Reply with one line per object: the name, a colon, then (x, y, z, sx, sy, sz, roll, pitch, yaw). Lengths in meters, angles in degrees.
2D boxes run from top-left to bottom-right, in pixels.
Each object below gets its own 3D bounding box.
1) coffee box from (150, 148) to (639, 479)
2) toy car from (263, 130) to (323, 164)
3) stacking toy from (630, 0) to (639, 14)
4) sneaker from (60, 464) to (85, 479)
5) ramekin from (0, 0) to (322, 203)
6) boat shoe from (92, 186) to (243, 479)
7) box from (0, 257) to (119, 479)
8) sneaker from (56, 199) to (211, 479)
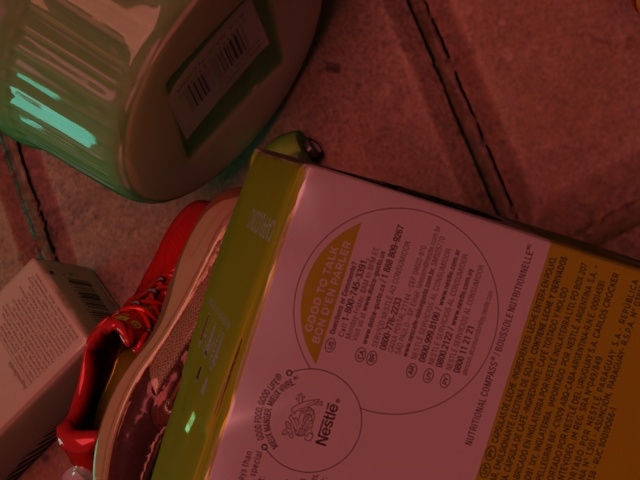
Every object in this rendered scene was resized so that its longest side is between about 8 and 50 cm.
coffee box: (0.071, 0.140, 1.396, 0.334, 0.337, 0.338, 17, 92, -8)
toy car: (0.000, 0.000, 1.689, 0.239, 0.053, 0.225, -37, 67, 20)
stacking toy: (0.264, -0.331, 1.471, 0.130, 0.279, 0.309, 39, 103, 39)
sneaker: (-0.171, 0.224, 1.753, 0.152, 0.053, 0.061, -9, 81, 27)
ramekin: (-0.134, -0.178, 1.656, 0.148, 0.303, 0.303, 35, 100, 21)
boat shoe: (-0.085, 0.130, 1.626, 0.123, 0.123, 0.342, 27, 95, 41)
box: (-0.303, 0.148, 1.814, 0.275, 0.094, 0.113, -43, 65, 18)
sneaker: (-0.145, 0.083, 1.704, 0.107, 0.118, 0.279, 12, 71, 30)
